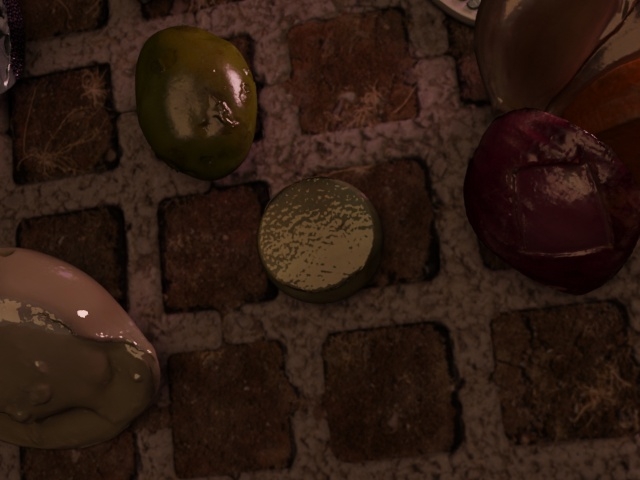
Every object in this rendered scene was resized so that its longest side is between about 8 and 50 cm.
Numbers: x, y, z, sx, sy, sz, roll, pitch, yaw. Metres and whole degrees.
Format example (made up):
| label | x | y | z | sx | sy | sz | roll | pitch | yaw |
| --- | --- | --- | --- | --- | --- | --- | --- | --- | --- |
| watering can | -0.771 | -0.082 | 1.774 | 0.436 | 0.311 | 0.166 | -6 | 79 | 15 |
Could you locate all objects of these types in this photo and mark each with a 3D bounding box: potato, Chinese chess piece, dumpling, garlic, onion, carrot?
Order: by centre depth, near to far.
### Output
| label | x | y | z | sx | sy | sz | roll | pitch | yaw |
| --- | --- | --- | --- | --- | --- | --- | --- | --- | --- |
| carrot | 0.456 | -0.137 | 1.180 | 0.307 | 0.258 | 0.100 | -8 | 57 | 23 |
| onion | 0.286 | -0.037 | 1.188 | 0.250 | 0.247 | 0.111 | 40 | 59 | 16 |
| garlic | 0.371 | -0.301 | 1.212 | 0.340 | 0.231 | 0.245 | -17 | 55 | 22 |
| Chinese chess piece | 0.000 | 0.000 | 1.338 | 0.189 | 0.083 | 0.188 | -3 | 76 | 12 |
| dumpling | -0.432 | 0.177 | 1.365 | 0.395 | 0.233 | 0.315 | 19 | 116 | 1 |
| potato | -0.189 | -0.214 | 1.380 | 0.186 | 0.148 | 0.253 | -29 | 76 | 8 |

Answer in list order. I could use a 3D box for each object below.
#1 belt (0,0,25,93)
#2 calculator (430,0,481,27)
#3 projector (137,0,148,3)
| label | x | y | z | sx | sy | sz | roll | pitch | yaw |
| --- | --- | --- | --- | --- | --- | --- | --- | --- | --- |
| belt | -0.570 | -0.345 | 1.401 | 0.122 | 0.325 | 0.260 | -7 | 103 | 8 |
| calculator | 0.217 | -0.451 | 1.391 | 0.184 | 0.042 | 0.295 | -38 | 77 | 3 |
| projector | -0.170 | -0.507 | 1.451 | 0.338 | 0.108 | 0.108 | -28 | 76 | 6 |
